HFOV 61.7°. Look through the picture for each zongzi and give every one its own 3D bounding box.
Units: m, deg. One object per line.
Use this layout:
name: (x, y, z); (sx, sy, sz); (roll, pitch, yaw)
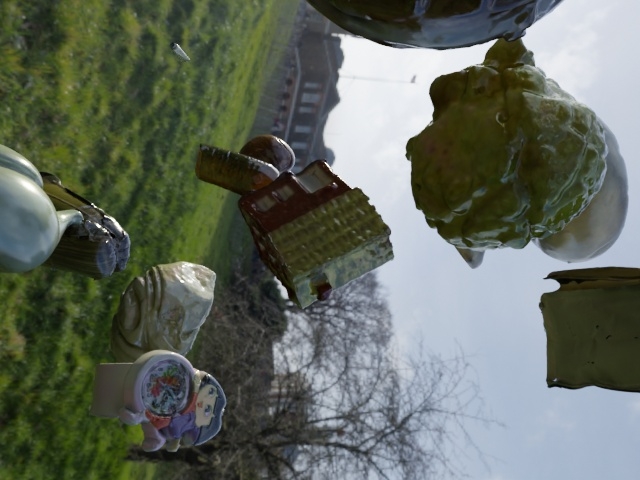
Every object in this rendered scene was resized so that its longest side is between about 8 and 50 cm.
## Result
zongzi: (-0.559, -0.003, 0.994); (0.289, 0.317, 0.154); (25, -62, 29)

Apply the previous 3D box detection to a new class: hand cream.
hand cream: (-0.420, -0.557, 1.592); (0.102, 0.035, 0.022); (42, 44, -79)

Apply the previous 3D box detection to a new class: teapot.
teapot: (-0.486, -0.054, 0.679); (0.220, 0.318, 0.149); (101, 0, -68)

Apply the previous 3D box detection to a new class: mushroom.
mushroom: (0.442, -0.078, 1.018); (0.356, 0.315, 0.315); (-68, -166, -3)

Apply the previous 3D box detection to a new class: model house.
model house: (0.000, 0.000, 0.934); (0.254, 0.196, 0.160); (50, -20, 47)

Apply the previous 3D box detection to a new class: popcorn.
popcorn: (0.235, -0.108, 0.675); (0.259, 0.212, 0.259); (-19, -116, 45)

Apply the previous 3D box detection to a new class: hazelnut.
hazelnut: (-0.148, -0.215, 1.468); (0.143, 0.154, 0.143); (38, -40, 41)

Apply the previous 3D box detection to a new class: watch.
watch: (-0.351, 0.338, 1.132); (0.231, 0.244, 0.196); (-16, -113, 42)

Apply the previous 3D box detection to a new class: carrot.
carrot: (-0.168, -0.134, 1.059); (0.082, 0.173, 0.082); (-164, -90, -87)

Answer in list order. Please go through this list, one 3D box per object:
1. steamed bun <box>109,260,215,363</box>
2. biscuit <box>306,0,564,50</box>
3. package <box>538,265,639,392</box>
steamed bun: (-0.420, 0.188, 1.371); (0.275, 0.206, 0.320); (-22, -135, 53)
biscuit: (0.097, -0.320, 0.437); (0.103, 0.332, 0.332); (30, 60, -81)
package: (0.473, 0.100, 0.744); (0.311, 0.221, 0.165); (-24, -97, 66)
